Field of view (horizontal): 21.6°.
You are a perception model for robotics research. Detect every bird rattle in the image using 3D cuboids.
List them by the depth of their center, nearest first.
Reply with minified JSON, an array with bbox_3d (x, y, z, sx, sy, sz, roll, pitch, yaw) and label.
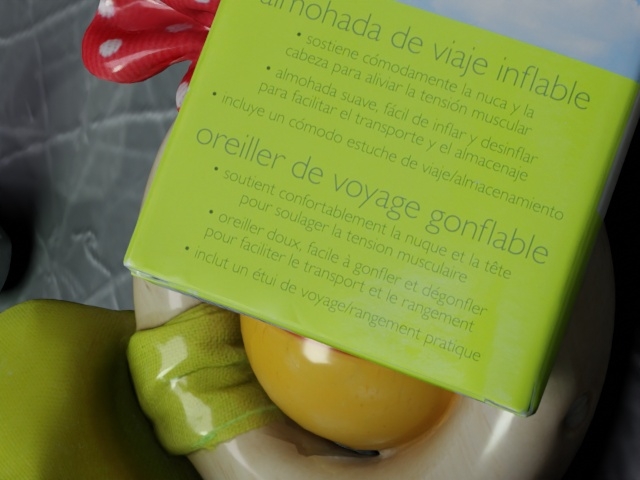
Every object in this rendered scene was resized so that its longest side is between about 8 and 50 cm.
[{"bbox_3d":[0.000,0.000,0.514,0.207,0.143,0.253,26,101,31],"label":"bird rattle"}]

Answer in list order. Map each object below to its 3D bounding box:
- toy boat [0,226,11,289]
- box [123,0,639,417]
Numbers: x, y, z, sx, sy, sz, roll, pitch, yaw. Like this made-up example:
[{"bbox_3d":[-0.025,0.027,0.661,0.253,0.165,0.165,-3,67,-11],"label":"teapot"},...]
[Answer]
[{"bbox_3d":[-0.147,0.122,0.641,0.267,0.148,0.318,-16,80,18],"label":"toy boat"},{"bbox_3d":[0.032,-0.057,0.425,0.109,0.042,0.178,19,87,10],"label":"box"}]
